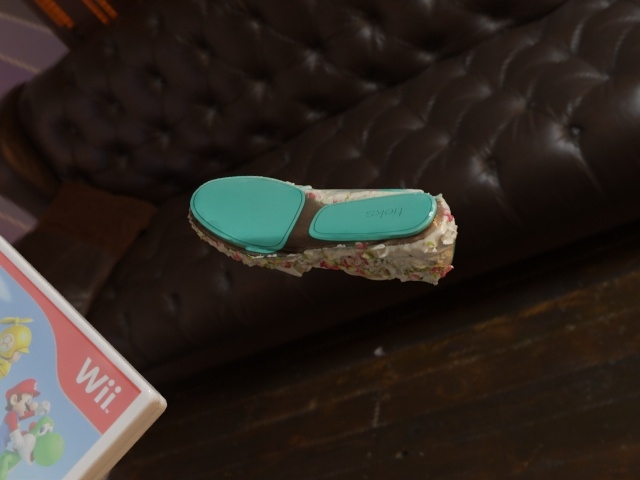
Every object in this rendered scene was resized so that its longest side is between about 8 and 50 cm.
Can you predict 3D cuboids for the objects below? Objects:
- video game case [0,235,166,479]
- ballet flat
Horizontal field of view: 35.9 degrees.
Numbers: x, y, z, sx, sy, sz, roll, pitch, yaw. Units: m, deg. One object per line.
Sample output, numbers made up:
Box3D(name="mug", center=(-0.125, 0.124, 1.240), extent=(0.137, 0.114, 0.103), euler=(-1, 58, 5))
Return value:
Box3D(name="video game case", center=(-0.263, 0.149, 0.644), extent=(0.204, 0.025, 0.285), euler=(38, 80, 29))
Box3D(name="ballet flat", center=(0.000, 0.000, 0.801), extent=(0.241, 0.077, 0.091), euler=(7, 53, 31))
